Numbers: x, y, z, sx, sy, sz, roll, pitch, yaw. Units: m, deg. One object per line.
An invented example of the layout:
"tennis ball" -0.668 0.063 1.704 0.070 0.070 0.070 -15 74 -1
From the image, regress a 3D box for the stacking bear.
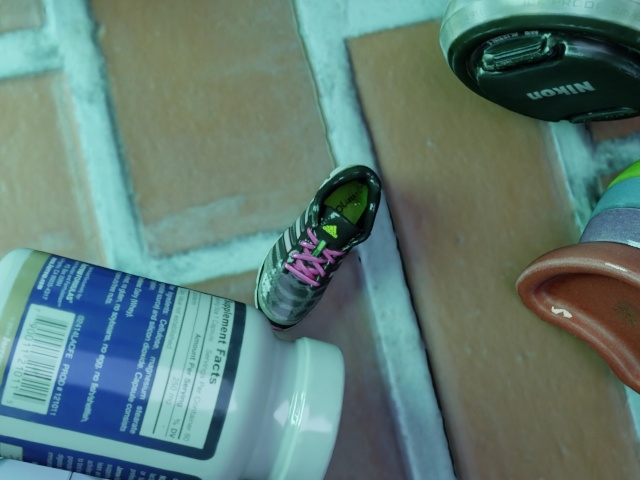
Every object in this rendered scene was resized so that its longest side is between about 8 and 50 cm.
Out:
"stacking bear" 0.342 -0.026 0.758 0.175 0.164 0.289 39 68 9

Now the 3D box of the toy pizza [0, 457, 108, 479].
"toy pizza" -0.222 0.260 0.655 0.201 0.032 0.201 1 83 -12

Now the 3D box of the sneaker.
"sneaker" 0.000 0.000 0.719 0.063 0.075 0.170 35 76 -5

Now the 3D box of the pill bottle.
"pill bottle" -0.124 0.109 0.636 0.265 0.153 0.153 16 79 -10

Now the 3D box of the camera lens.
"camera lens" 0.233 -0.255 0.732 0.220 0.219 0.274 15 79 -10
